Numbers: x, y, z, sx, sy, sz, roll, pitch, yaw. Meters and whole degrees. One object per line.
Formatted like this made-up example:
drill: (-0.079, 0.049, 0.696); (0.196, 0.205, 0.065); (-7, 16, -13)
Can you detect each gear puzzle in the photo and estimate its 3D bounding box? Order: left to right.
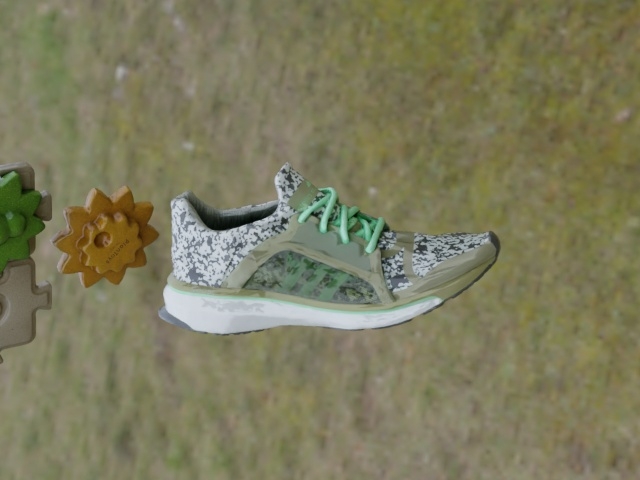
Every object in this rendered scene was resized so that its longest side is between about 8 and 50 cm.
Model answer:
gear puzzle: (-0.270, 0.034, 1.168); (0.044, 0.339, 0.175); (43, 136, 47)

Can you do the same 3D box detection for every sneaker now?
sneaker: (0.000, 0.000, 1.845); (0.158, 0.410, 0.182); (-74, -23, -69)
